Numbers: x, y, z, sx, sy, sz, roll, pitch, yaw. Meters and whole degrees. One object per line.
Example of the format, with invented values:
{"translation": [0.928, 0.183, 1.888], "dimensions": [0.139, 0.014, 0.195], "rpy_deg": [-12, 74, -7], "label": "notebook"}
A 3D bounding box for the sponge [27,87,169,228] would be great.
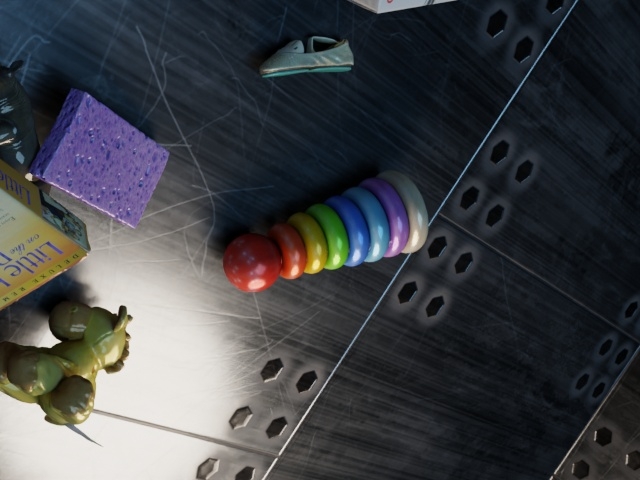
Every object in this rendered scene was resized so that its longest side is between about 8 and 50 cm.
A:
{"translation": [-0.275, -0.100, 1.376], "dimensions": [0.117, 0.031, 0.210], "rpy_deg": [-66, 153, -7], "label": "sponge"}

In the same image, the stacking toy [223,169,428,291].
{"translation": [0.000, 0.000, 1.693], "dimensions": [0.330, 0.141, 0.141], "rpy_deg": [-20, 130, -24], "label": "stacking toy"}

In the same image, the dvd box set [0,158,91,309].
{"translation": [-0.498, -0.028, 1.163], "dimensions": [0.307, 0.062, 0.420], "rpy_deg": [-30, 140, 14], "label": "dvd box set"}

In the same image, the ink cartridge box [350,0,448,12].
{"translation": [0.139, -0.417, 1.550], "dimensions": [0.203, 0.086, 0.148], "rpy_deg": [-19, 129, -34], "label": "ink cartridge box"}

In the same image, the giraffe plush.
{"translation": [-0.333, 0.157, 1.477], "dimensions": [0.210, 0.181, 0.170], "rpy_deg": [47, 61, -38], "label": "giraffe plush"}

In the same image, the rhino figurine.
{"translation": [-0.380, -0.128, 1.282], "dimensions": [0.106, 0.073, 0.243], "rpy_deg": [-42, 141, -41], "label": "rhino figurine"}

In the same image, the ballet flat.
{"translation": [-0.023, -0.263, 1.545], "dimensions": [0.168, 0.057, 0.052], "rpy_deg": [-12, 97, -41], "label": "ballet flat"}
